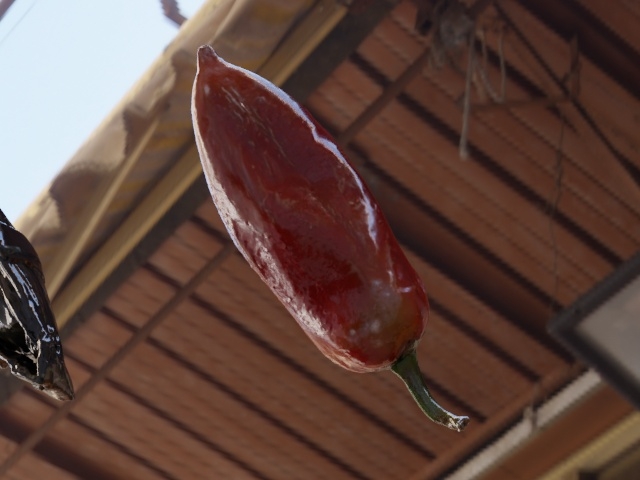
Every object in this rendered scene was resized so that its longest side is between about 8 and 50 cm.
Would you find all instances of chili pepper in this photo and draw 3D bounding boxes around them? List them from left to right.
[{"bbox_3d":[-0.001,0.001,0.552,0.059,0.050,0.191,-33,-97,-2],"label":"chili pepper"}]

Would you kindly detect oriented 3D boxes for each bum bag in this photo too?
[{"bbox_3d":[-0.257,0.021,1.064,0.069,0.102,0.248,-26,-101,-1],"label":"bum bag"}]
